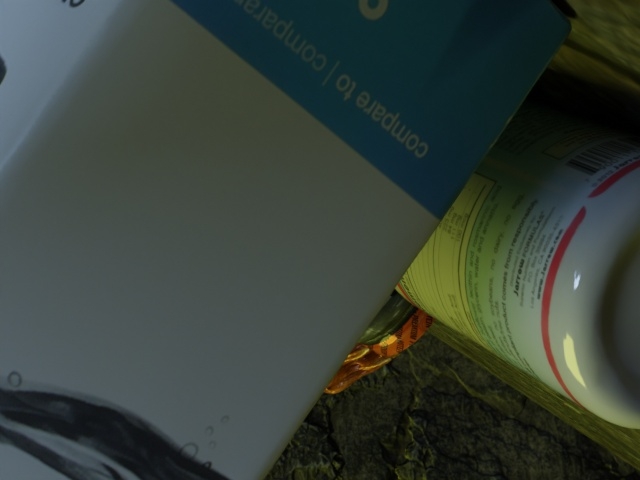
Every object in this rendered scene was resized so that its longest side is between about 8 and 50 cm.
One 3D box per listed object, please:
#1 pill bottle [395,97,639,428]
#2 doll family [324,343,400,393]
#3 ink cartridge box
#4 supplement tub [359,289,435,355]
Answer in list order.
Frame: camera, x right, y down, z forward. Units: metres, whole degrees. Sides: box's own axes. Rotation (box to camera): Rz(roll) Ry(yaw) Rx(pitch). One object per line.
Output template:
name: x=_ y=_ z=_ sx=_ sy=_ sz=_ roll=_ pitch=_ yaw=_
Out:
pill bottle: x=0.072 y=-0.003 z=0.516 sx=0.087 sy=0.087 sz=0.160 roll=37 pitch=177 yaw=-33
doll family: x=-0.003 y=0.036 z=1.272 sx=0.263 sy=0.163 sz=0.118 roll=36 pitch=177 yaw=-28
ink cartridge box: x=-0.109 y=0.002 z=0.461 sx=0.129 sy=0.307 sz=0.223 roll=37 pitch=176 yaw=-39
supplement tub: x=0.000 y=0.000 z=1.119 sx=0.190 sy=0.117 sz=0.117 roll=37 pitch=177 yaw=-23
